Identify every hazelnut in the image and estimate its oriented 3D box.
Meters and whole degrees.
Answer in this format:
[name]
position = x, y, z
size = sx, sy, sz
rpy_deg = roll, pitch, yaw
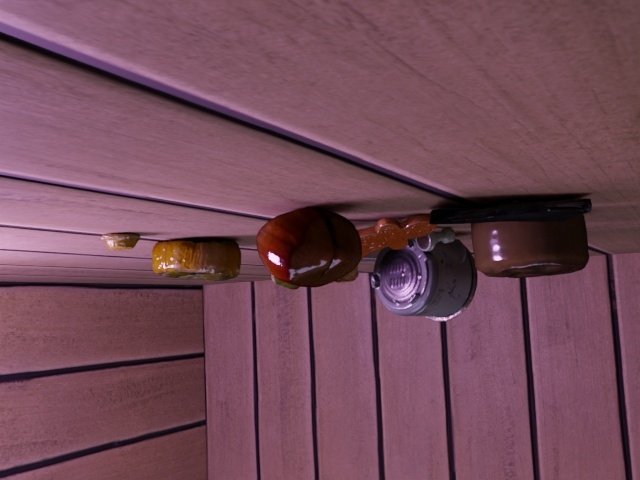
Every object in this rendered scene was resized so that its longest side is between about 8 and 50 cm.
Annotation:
[hazelnut]
position = -0.028, 0.006, 1.436
size = 0.212, 0.180, 0.181
rpy_deg = 0, 145, -31

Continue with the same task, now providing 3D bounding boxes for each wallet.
[wallet]
position = 0.405, -0.062, 1.458
size = 0.318, 0.045, 0.172
rpy_deg = -3, 177, -3

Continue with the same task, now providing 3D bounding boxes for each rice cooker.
[rice cooker]
position = 0.326, 0.111, 2.080
size = 0.317, 0.264, 0.316
rpy_deg = -21, 141, -18

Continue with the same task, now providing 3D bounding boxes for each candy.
[candy]
position = -0.356, 0.054, 1.946
size = 0.260, 0.118, 0.260
rpy_deg = 2, 171, 0

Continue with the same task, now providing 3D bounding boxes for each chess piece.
[chess piece]
position = 0.322, -0.008, 1.876
size = 0.103, 0.067, 0.067
rpy_deg = -9, 178, -31

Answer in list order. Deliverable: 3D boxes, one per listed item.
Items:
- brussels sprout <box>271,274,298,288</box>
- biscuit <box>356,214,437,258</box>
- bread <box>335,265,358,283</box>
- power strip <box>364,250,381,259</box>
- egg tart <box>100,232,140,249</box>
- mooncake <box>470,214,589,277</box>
[brussels sprout]
position = -0.117, 0.113, 2.488
size = 0.146, 0.131, 0.183
rpy_deg = 3, 169, -1
[biscuit]
position = 0.161, -0.017, 1.653
size = 0.250, 0.036, 0.165
rpy_deg = -18, 154, 15
[bread]
position = 0.018, 0.054, 2.032
size = 0.140, 0.143, 0.229
rpy_deg = 6, 176, 33
[power strip]
position = 0.128, 0.051, 2.418
size = 0.367, 0.043, 0.106
rpy_deg = 3, 173, -40
[egg tart]
position = -0.509, 0.004, 1.728
size = 0.105, 0.039, 0.105
rpy_deg = -5, 174, 0
[mooncake]
position = 0.531, 0.016, 1.726
size = 0.284, 0.155, 0.284
rpy_deg = -1, 170, 0
